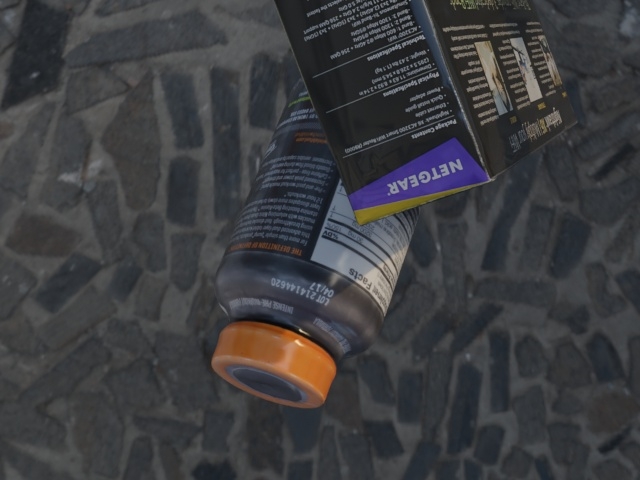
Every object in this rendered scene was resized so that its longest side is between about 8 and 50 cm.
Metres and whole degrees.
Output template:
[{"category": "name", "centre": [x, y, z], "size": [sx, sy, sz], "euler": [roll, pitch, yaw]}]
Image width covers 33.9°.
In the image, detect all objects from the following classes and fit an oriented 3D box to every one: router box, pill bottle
[{"category": "router box", "centre": [0.064, -0.159, 0.663], "size": [0.081, 0.309, 0.242], "euler": [-20, 93, 24]}, {"category": "pill bottle", "centre": [0.000, 0.000, 0.797], "size": [0.131, 0.245, 0.130], "euler": [18, 156, 8]}]
